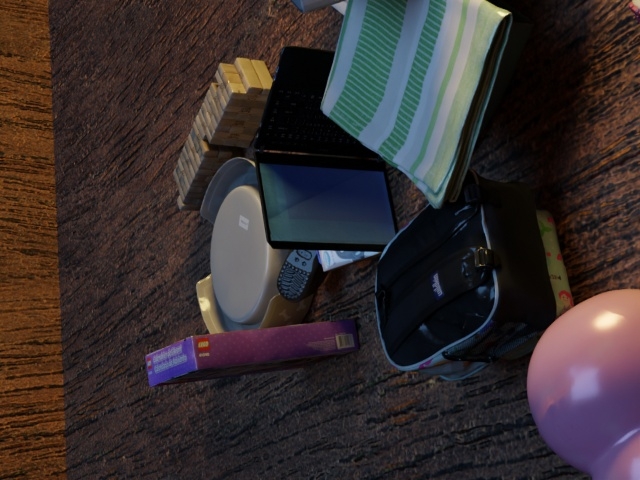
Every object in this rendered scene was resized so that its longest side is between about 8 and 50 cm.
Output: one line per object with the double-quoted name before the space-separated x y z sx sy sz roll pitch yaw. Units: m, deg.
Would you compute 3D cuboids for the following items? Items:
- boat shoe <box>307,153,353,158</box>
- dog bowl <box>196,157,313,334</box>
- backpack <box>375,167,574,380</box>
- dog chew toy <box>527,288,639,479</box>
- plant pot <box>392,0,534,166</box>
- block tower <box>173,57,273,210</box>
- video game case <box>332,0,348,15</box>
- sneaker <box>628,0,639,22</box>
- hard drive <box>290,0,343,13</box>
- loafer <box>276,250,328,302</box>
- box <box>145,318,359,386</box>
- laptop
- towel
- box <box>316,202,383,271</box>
"boat shoe" 0.061 -0.252 1.785 0.098 0.109 0.302 -59 -9 -60
"dog bowl" -0.117 0.026 2.061 0.349 0.102 0.348 -6 83 60
"backpack" 0.184 0.058 1.433 0.253 0.191 0.225 -40 46 42
"dog chew toy" 0.352 0.213 1.138 0.331 0.207 0.206 61 139 29
"plant pot" 0.151 -0.224 1.553 0.165 0.166 0.234 51 135 49
"block tower" -0.197 -0.204 2.231 0.335 0.091 0.097 -61 38 38
"video game case" 0.034 -0.479 1.833 0.173 0.022 0.190 41 128 19
"sneaker" 0.425 -0.219 1.133 0.112 0.121 0.299 -48 24 -2
"hard drive" 0.106 -0.395 1.444 0.233 0.353 0.047 -122 16 -54
"loafer" 0.000 0.000 1.880 0.080 0.078 0.220 36 106 22
"box" -0.113 0.183 1.847 0.201 0.293 0.057 -27 70 57
"laptop" 0.035 -0.130 1.669 0.136 0.234 0.264 52 131 47
"towel" 0.105 -0.212 1.415 0.325 0.038 0.247 46 127 52
"box" 0.043 -0.002 1.790 0.136 0.028 0.081 -19 80 30
